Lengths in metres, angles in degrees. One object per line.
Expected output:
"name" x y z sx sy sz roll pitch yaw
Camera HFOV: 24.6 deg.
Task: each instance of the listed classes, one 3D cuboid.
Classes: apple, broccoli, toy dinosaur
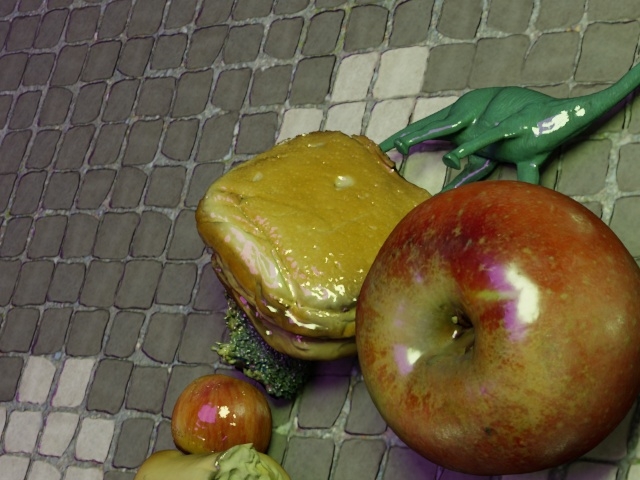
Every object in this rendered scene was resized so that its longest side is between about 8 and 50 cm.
"apple" 0.210 0.099 1.676 0.349 0.277 0.348 -7 79 38
"broccoli" -0.082 0.138 2.019 0.160 0.167 0.154 -50 5 45
"toy dinosaur" 0.273 -0.181 1.926 0.331 0.129 0.383 -44 32 -15
"apple" -0.133 0.252 1.975 0.146 0.146 0.146 -18 57 31

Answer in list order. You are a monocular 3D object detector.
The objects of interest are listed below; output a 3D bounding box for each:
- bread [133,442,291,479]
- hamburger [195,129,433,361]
"bread" -0.138 0.419 1.850 0.270 0.211 0.315 -18 65 43
"hamburger" 0.007 0.003 1.914 0.284 0.174 0.304 -30 60 -15
